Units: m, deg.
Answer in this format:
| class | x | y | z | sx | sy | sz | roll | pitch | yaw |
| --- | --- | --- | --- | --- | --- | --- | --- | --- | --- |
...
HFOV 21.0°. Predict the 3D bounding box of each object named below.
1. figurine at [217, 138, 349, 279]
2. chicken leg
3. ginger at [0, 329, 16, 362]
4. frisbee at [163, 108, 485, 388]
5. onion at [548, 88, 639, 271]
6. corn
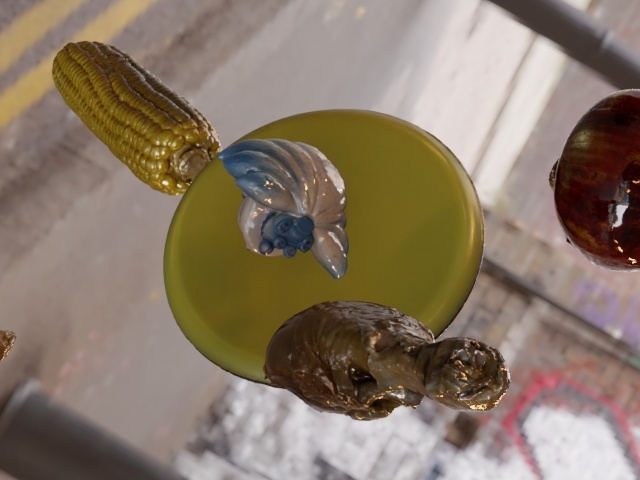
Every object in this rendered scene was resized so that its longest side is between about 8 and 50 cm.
| class | x | y | z | sx | sy | sz | roll | pitch | yaw |
| --- | --- | --- | --- | --- | --- | --- | --- | --- | --- |
| figurine | -0.024 | -0.028 | 1.132 | 0.079 | 0.114 | 0.114 | -51 | 172 | 6 |
| chicken leg | 0.042 | 0.067 | 0.951 | 0.198 | 0.085 | 0.069 | 0 | -114 | 61 |
| ginger | -0.189 | 0.073 | 0.879 | 0.057 | 0.044 | 0.137 | -55 | -162 | 18 |
| frisbee | 0.000 | 0.000 | 1.236 | 0.236 | 0.236 | 0.017 | -57 | 153 | -21 |
| onion | 0.197 | -0.036 | 1.106 | 0.118 | 0.118 | 0.117 | -48 | 132 | -55 |
| corn | -0.163 | -0.112 | 1.475 | 0.080 | 0.231 | 0.080 | -19 | 129 | -26 |
